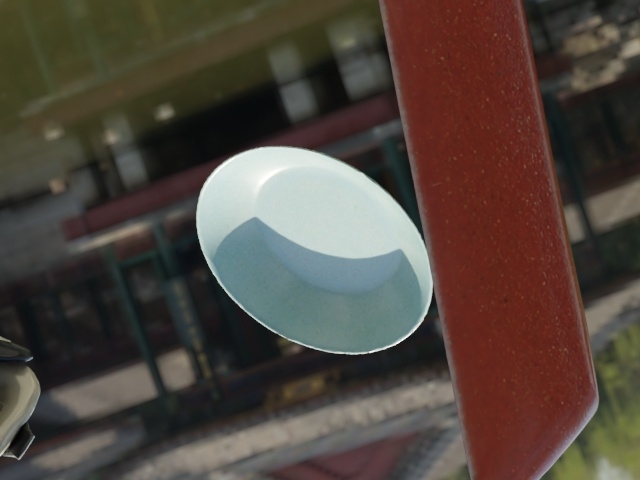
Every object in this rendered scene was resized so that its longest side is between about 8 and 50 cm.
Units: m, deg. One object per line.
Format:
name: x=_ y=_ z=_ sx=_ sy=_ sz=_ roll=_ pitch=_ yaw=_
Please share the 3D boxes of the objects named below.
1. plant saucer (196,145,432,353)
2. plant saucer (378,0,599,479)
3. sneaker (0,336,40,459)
plant saucer: x=0.000 y=0.000 z=1.417 sx=0.195 sy=0.195 sz=0.037 roll=-19 pitch=-154 yaw=38
plant saucer: x=0.059 y=-0.042 z=0.694 sx=0.047 sy=0.259 sz=0.258 roll=-10 pitch=179 yaw=6
sneaker: x=-0.209 y=0.093 z=1.063 sx=0.153 sy=0.094 sz=0.235 roll=24 pitch=171 yaw=24
